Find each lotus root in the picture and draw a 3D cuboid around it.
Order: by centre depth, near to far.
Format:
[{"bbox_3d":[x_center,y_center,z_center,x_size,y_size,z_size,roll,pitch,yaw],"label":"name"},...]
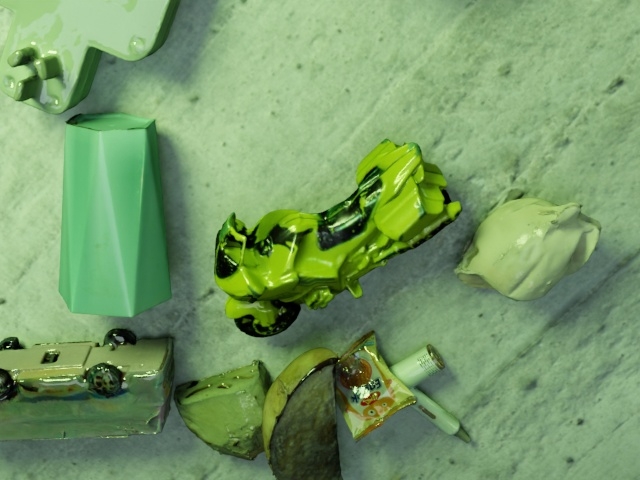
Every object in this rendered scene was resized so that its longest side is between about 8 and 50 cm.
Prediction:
[{"bbox_3d":[-0.122,0.256,1.178,0.143,0.070,0.144,-26,109,12],"label":"lotus root"}]

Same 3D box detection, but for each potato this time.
[{"bbox_3d":[-0.039,0.251,1.145,0.120,0.100,0.261,-16,124,-22],"label":"potato"}]

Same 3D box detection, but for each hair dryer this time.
[{"bbox_3d":[0.143,0.254,1.189,0.155,0.044,0.183,-32,111,15],"label":"hair dryer"}]

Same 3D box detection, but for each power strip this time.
[{"bbox_3d":[-0.290,-0.275,0.935,0.230,0.141,0.261,23,108,-7],"label":"power strip"}]

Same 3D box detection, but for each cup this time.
[{"bbox_3d":[-0.264,-0.038,1.037,0.148,0.134,0.235,1,108,-2],"label":"cup"}]

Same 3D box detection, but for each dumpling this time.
[{"bbox_3d":[0.271,0.015,1.055,0.136,0.118,0.199,28,139,-24],"label":"dumpling"}]

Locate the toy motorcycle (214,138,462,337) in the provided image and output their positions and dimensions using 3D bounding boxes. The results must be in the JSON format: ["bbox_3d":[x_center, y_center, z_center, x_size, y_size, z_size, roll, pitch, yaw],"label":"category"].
[{"bbox_3d":[-0.001,-0.002,1.037,0.342,0.142,0.206,-33,146,13],"label":"toy motorcycle"}]

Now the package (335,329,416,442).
[{"bbox_3d":[0.061,0.202,1.142,0.108,0.031,0.120,-39,67,15],"label":"package"}]

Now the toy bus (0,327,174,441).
[{"bbox_3d":[-0.359,0.209,1.147,0.317,0.112,0.138,-2,116,3],"label":"toy bus"}]
